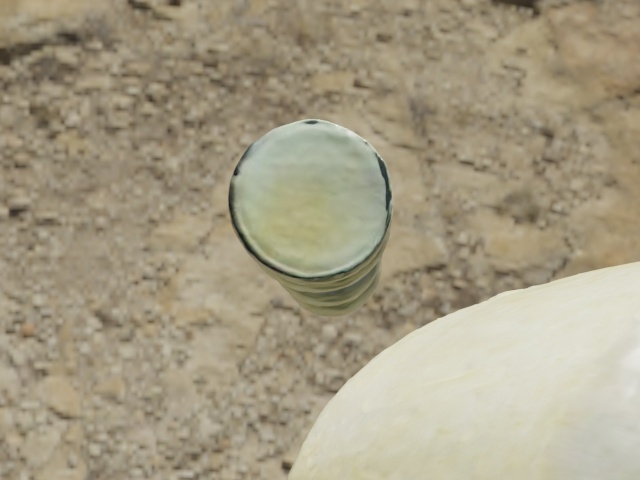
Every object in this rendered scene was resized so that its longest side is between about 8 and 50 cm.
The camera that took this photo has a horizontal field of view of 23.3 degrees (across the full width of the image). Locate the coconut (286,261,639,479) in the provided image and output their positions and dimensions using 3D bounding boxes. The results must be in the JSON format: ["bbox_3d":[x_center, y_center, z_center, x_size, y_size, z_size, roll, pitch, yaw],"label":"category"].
[{"bbox_3d":[0.124,0.153,0.499,0.323,0.323,0.323,4,40,-4],"label":"coconut"}]

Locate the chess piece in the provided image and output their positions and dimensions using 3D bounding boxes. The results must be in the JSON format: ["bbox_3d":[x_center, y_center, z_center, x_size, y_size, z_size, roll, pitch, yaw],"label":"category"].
[{"bbox_3d":[0.000,0.000,1.313,0.133,0.243,0.133,-1,74,4],"label":"chess piece"}]
